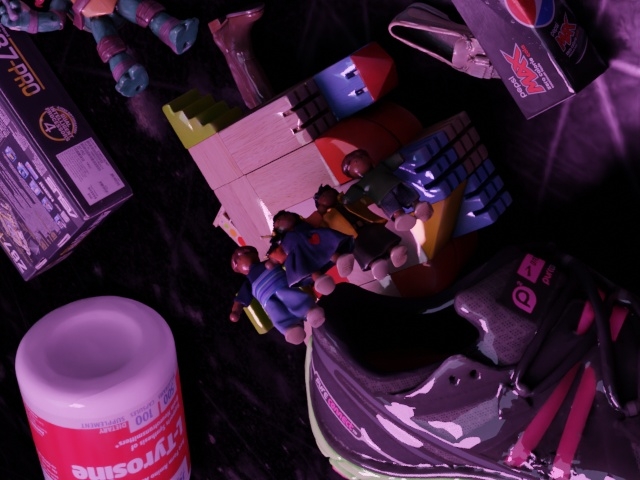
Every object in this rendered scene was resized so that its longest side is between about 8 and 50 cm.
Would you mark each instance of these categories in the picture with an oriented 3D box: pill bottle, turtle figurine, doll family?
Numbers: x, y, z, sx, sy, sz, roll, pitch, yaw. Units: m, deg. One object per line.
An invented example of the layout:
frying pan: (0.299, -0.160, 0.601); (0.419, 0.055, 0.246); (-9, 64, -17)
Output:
pill bottle: (-0.321, 0.304, 1.578); (0.229, 0.229, 0.407); (28, 137, 30)
turtle figurine: (-0.254, -0.277, 1.134); (0.234, 0.118, 0.175); (45, 102, 9)
doll family: (0.000, 0.000, 0.851); (0.111, 0.193, 0.076); (45, 162, 37)

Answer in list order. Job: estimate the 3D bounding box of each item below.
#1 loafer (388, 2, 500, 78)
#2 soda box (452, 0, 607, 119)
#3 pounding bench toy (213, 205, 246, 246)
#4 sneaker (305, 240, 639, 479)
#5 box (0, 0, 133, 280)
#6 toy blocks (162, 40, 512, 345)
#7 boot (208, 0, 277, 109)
loafer: (0.115, -0.166, 0.877); (0.125, 0.039, 0.045); (31, 137, 28)
soda box: (0.152, -0.186, 0.809); (0.169, 0.053, 0.060); (56, 144, -5)
pounding bench toy: (-0.075, -0.030, 1.185); (0.065, 0.052, 0.083); (46, 143, 10)
sneaker: (0.197, 0.105, 0.800); (0.483, 0.185, 0.202); (-4, 119, 23)
box: (-0.463, -0.159, 1.468); (0.395, 0.097, 0.318); (55, 143, -2)
toy blocks: (0.055, -0.027, 0.972); (0.261, 0.191, 0.381); (-23, 102, 41)
boot: (-0.066, -0.185, 1.061); (0.106, 0.037, 0.114); (1, 117, 62)
